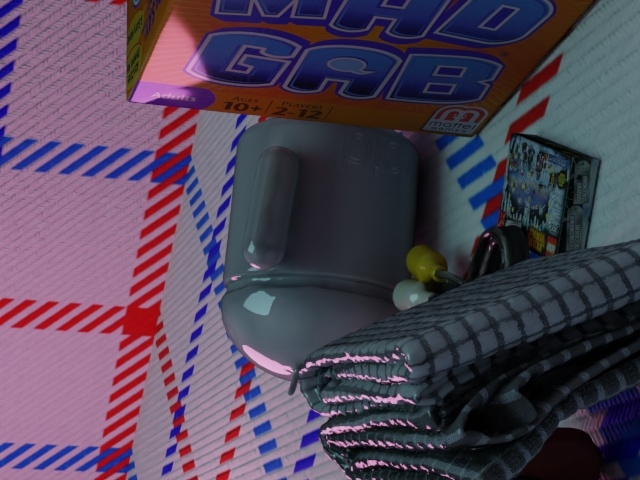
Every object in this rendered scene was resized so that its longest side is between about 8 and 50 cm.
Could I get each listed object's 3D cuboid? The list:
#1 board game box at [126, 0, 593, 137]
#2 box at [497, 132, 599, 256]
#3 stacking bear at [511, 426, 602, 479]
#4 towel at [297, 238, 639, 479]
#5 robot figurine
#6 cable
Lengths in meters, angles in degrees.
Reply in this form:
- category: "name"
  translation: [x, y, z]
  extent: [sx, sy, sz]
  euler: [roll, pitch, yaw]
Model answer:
- category: "board game box"
  translation: [0.029, -0.342, 1.480]
  extent: [0.356, 0.356, 0.356]
  euler: [129, 142, -63]
- category: "box"
  translation: [0.195, -0.037, 1.416]
  extent: [0.137, 0.027, 0.094]
  euler: [-143, 58, -70]
- category: "stacking bear"
  translation: [0.175, 0.291, 1.190]
  extent: [0.289, 0.164, 0.175]
  euler: [-121, 38, -56]
- category: "towel"
  translation: [0.135, 0.094, 1.215]
  extent: [0.121, 0.235, 0.283]
  euler: [68, 160, -1]
- category: "robot figurine"
  translation: [0.000, 0.000, 1.733]
  extent: [0.199, 0.300, 0.353]
  euler: [-2, 76, 28]
- category: "cable"
  translation: [0.122, 0.061, 1.518]
  extent: [0.287, 0.072, 0.139]
  euler: [140, 133, -79]
